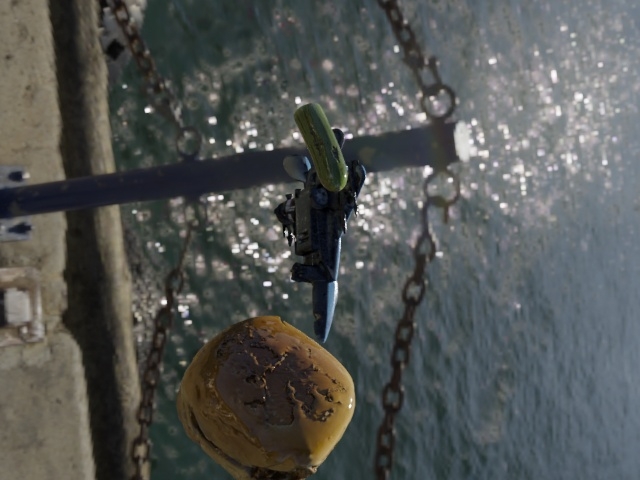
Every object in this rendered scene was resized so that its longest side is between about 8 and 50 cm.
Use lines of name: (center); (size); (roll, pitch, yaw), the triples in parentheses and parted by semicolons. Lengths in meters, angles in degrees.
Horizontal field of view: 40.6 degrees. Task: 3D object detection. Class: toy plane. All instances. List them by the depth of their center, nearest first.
toy plane: (-0.006, -0.002, 1.023); (0.078, 0.169, 0.246); (22, 62, -32)

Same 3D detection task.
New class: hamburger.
hamburger: (-0.096, 0.286, 1.585); (0.284, 0.304, 0.174); (-45, 167, -43)

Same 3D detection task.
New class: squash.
squash: (0.003, -0.077, 0.733); (0.027, 0.027, 0.083); (26, 37, -57)
